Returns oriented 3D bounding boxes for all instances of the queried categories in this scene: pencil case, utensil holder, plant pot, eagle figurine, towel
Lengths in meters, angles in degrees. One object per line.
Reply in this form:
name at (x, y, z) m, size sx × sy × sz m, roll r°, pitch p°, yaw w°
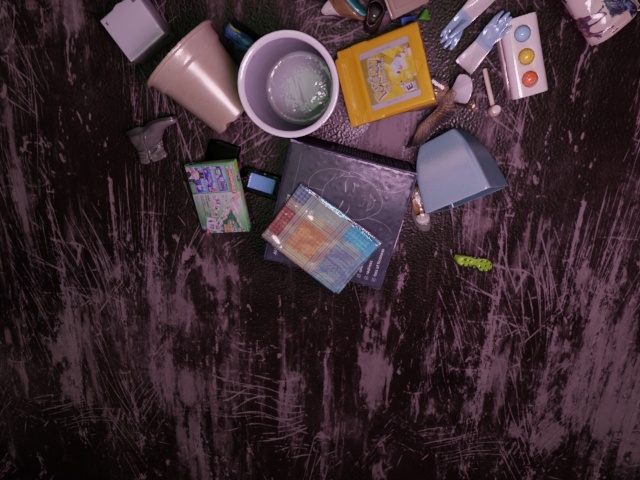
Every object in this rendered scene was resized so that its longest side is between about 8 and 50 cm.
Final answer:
pencil case at (0.909, -0.890, 1.533) m, size 0.184 × 0.160 × 0.410 m, roll -36°, pitch 101°, yaw 22°
utensil holder at (-0.087, -0.550, 1.610) m, size 0.328 × 0.385 × 0.327 m, roll 2°, pitch 108°, yaw 5°
plant pot at (-0.414, -0.584, 1.686) m, size 0.334 × 0.333 × 0.305 m, roll -41°, pitch 111°, yaw 15°
plant pot at (0.492, -0.262, 1.648) m, size 0.248 × 0.247 × 0.252 m, roll -24°, pitch 83°, yaw 37°
eagle figurine at (0.431, -0.497, 1.689) m, size 0.299 × 0.226 × 0.225 m, roll -17°, pitch 125°, yaw 5°
towel at (0.000, 0.000, 1.652) m, size 0.370 × 0.040 × 0.271 m, roll 37°, pitch 107°, yaw -6°

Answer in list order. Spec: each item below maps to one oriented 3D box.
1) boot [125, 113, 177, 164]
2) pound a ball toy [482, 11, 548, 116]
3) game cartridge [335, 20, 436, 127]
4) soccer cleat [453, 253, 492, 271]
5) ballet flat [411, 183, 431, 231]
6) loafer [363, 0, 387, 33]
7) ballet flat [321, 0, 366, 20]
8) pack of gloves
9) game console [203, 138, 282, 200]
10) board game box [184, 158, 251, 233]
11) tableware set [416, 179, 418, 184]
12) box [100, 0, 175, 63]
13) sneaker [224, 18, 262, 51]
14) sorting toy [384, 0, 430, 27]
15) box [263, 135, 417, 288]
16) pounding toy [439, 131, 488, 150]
boot at (-0.672, -0.418, 1.872) m, size 0.247 × 0.083 × 0.161 m, roll -17°, pitch 112°, yaw 16°
pound a ball toy at (0.702, -0.633, 1.646) m, size 0.208 × 0.135 × 0.318 m, roll -14°, pitch 105°, yaw 9°
game cartridge at (0.231, -0.595, 1.640) m, size 0.324 × 0.053 × 0.285 m, roll -13°, pitch 98°, yaw 22°
soccer cleat at (0.652, 0.089, 1.918) m, size 0.179 × 0.072 × 0.060 m, roll 12°, pitch 108°, yaw -21°
ballet flat at (0.412, -0.129, 1.864) m, size 0.072 × 0.068 × 0.213 m, roll -14°, pitch 106°, yaw 9°
loafer at (0.219, -0.872, 1.642) m, size 0.080 × 0.078 × 0.219 m, roll 15°, pitch 108°, yaw 0°
ballet flat at (0.022, -0.913, 1.641) m, size 0.124 × 0.116 × 0.342 m, roll -35°, pitch 102°, yaw 35°
pack of gloves at (0.549, -0.753, 1.612) m, size 0.195 × 0.046 × 0.232 m, roll 50°, pitch 127°, yaw 12°
game console at (-0.318, -0.278, 1.894) m, size 0.362 × 0.044 × 0.213 m, roll 18°, pitch 108°, yaw -1°
board game box at (-0.426, -0.180, 1.894) m, size 0.214 × 0.046 × 0.317 m, roll -3°, pitch 118°, yaw 10°
tableware set at (0.447, -0.208, 1.826) m, size 0.104 × 0.024 × 0.154 m, roll -43°, pitch 104°, yaw -28°
box at (-0.694, -0.808, 1.721) m, size 0.181 × 0.119 × 0.181 m, roll -32°, pitch 102°, yaw 14°
sneaker at (-0.273, -0.757, 1.737) m, size 0.209 × 0.069 × 0.082 m, roll 33°, pitch 139°, yaw -14°
sorting toy at (0.283, -0.910, 1.605) m, size 0.196 × 0.047 × 0.347 m, roll -34°, pitch 112°, yaw -19°
box at (0.071, -0.123, 1.776) m, size 0.472 × 0.297 × 0.479 m, roll 15°, pitch 109°, yaw -1°
pounding toy at (0.570, -0.320, 1.788) m, size 0.237 × 0.110 × 0.182 m, roll 29°, pitch 119°, yaw 25°
